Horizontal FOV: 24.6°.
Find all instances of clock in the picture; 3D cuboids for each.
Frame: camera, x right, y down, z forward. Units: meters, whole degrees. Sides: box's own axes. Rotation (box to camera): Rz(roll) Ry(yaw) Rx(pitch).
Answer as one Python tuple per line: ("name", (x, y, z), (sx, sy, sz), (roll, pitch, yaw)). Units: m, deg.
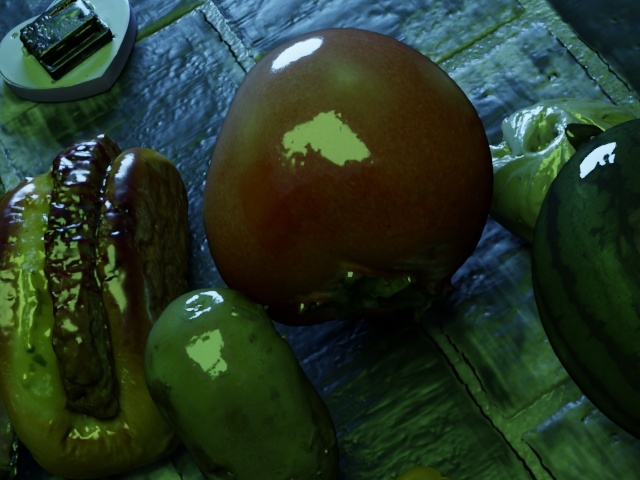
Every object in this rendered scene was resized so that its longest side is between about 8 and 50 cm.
("clock", (-0.331, -0.261, 1.933), (0.198, 0.064, 0.172), (-38, 54, -7))

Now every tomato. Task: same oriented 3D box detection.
("tomato", (0.026, -0.069, 1.535), (0.322, 0.321, 0.321), (-8, 57, 13))

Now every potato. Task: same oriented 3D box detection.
("potato", (-0.074, 0.170, 1.470), (0.165, 0.165, 0.262), (-36, 96, -7))

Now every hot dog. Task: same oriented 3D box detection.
("hot dog", (-0.257, 0.046, 1.618), (0.185, 0.223, 0.405), (-13, 55, 13))

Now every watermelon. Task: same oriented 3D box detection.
("watermelon", (0.343, 0.033, 1.394), (0.279, 0.279, 0.359), (-23, 60, 2))

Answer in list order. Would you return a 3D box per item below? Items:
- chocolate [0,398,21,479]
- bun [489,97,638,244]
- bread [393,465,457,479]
("chocolate", (-0.377, 0.132, 1.669), (0.102, 0.065, 0.329), (-41, 44, 41))
("bun", (0.260, -0.086, 1.594), (0.193, 0.128, 0.178), (25, 70, 31))
("bread", (0.119, 0.293, 1.425), (0.177, 0.084, 0.119), (33, 72, 36))
